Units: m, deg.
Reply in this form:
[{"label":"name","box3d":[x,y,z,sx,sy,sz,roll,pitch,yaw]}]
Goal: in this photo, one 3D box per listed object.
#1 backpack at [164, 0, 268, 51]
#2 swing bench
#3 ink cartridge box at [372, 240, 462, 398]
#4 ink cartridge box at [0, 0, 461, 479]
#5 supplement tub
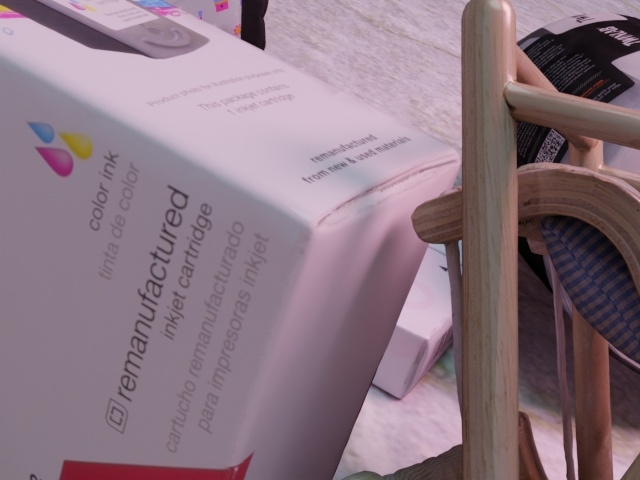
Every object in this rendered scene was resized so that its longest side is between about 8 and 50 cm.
[{"label":"backpack","box3d":[-0.139,-0.212,0.972,0.182,0.152,0.115,-7,26,-21]},{"label":"swing bench","box3d":[0.130,0.065,0.462,0.165,0.255,0.253,17,3,22]},{"label":"ink cartridge box","box3d":[0.000,0.000,0.767,0.232,0.066,0.189,31,29,13]},{"label":"ink cartridge box","box3d":[-0.125,0.003,0.491,0.306,0.226,0.131,28,28,19]},{"label":"supplement tub","box3d":[0.230,-0.053,0.816,0.207,0.207,0.338,14,18,-11]}]
